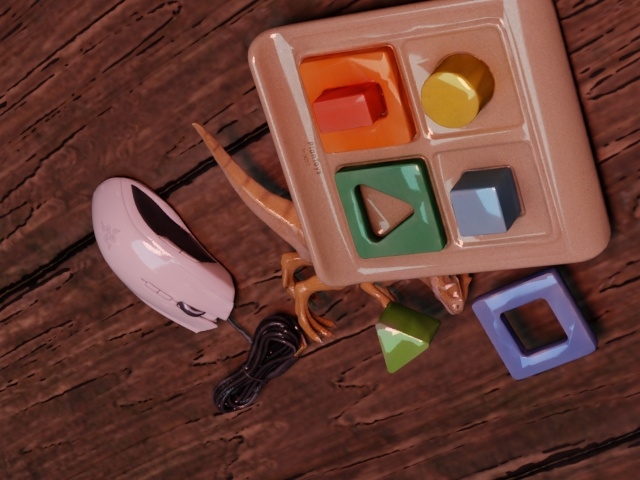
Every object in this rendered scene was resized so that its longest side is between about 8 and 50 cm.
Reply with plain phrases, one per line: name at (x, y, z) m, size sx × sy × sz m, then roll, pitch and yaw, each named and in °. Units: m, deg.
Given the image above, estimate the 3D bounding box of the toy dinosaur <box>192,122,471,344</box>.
toy dinosaur at (0.000, 0.000, 1.259) m, size 0.211 × 0.064 × 0.112 m, roll 24°, pitch 119°, yaw 2°

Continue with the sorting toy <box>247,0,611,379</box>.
sorting toy at (0.063, -0.056, 1.145) m, size 0.196 × 0.047 × 0.348 m, roll -8°, pitch 113°, yaw 24°

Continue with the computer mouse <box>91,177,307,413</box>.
computer mouse at (-0.101, 0.038, 1.349) m, size 0.193 × 0.042 × 0.106 m, roll 45°, pitch 134°, yaw -4°
